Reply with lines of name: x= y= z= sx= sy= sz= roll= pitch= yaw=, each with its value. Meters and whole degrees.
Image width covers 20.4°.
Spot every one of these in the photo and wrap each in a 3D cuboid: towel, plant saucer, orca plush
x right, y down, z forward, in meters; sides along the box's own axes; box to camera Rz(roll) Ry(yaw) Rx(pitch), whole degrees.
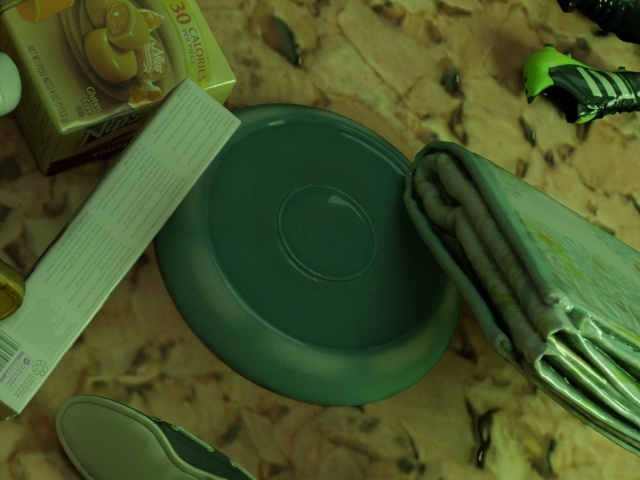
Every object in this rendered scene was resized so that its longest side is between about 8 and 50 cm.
towel: x=0.246 y=0.070 z=1.595 sx=0.320 sy=0.090 sz=0.374 roll=31 pitch=17 yaw=-24
plant saucer: x=0.000 y=0.000 z=1.659 sx=0.317 sy=0.044 sz=0.318 roll=13 pitch=57 yaw=-21
orca plush: x=0.384 y=-0.222 z=1.947 sx=0.287 sy=0.151 sz=0.102 roll=7 pitch=91 yaw=-27

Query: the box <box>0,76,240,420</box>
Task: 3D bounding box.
box: x=-0.188 y=0.005 z=1.492 sx=0.067 sy=0.063 sz=0.324 roll=39 pitch=69 yaw=-10

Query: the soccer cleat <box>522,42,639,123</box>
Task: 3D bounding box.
soccer cleat: x=0.297 y=-0.153 z=1.893 sx=0.178 sy=0.060 sz=0.072 roll=13 pitch=67 yaw=-13

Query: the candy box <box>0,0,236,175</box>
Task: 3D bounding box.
candy box: x=-0.232 y=-0.234 z=1.640 sx=0.183 sy=0.087 sz=0.316 roll=-20 pitch=72 yaw=-29

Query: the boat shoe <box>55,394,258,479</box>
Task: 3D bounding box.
boat shoe: x=-0.127 y=0.191 z=1.487 sx=0.206 sy=0.075 sz=0.065 roll=31 pitch=10 yaw=-2

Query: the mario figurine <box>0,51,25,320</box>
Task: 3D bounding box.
mario figurine: x=-0.344 y=-0.058 z=1.470 sx=0.198 sy=0.170 sz=0.321 roll=4 pitch=53 yaw=-41
